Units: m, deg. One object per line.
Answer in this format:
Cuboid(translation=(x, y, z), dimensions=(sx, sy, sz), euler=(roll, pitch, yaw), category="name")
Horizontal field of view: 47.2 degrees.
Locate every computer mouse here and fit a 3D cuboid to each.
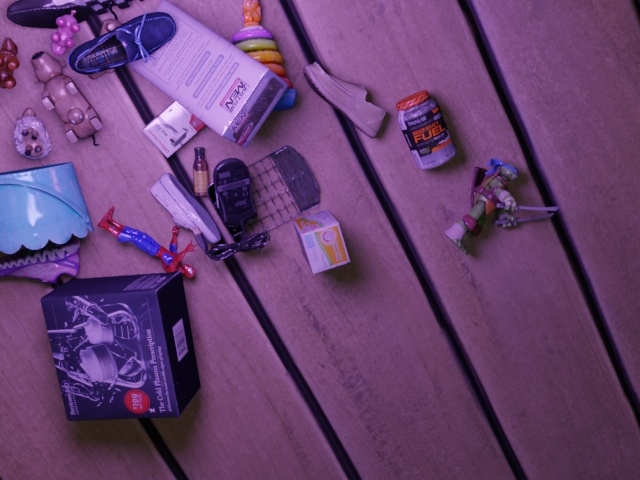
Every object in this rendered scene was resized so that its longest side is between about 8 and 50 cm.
Cuboid(translation=(-0.250, -0.078, 1.878), dimensions=(0.184, 0.060, 0.262), euler=(-21, 115, -11), category="computer mouse")

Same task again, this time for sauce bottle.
Cuboid(translation=(-0.316, -0.182, 1.930), dimensions=(0.042, 0.042, 0.128), euler=(-3, 101, -8), category="sauce bottle")

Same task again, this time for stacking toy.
Cuboid(translation=(-0.163, -0.476, 1.842), dimensions=(0.166, 0.175, 0.301), euler=(-8, 92, -6), category="stacking toy")

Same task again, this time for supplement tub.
Cuboid(translation=(0.279, -0.295, 1.950), dimensions=(0.117, 0.117, 0.190), euler=(-27, 105, -1), category="supplement tub")

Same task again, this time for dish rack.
Cuboid(translation=(-0.143, -0.119, 1.952), dimensions=(0.271, 0.074, 0.208), euler=(-28, 106, -1), category="dish rack")

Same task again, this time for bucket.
Cuboid(translation=(-0.709, -0.083, 1.786), dimensions=(0.281, 0.281, 0.183), euler=(-10, 101, -6), category="bucket")

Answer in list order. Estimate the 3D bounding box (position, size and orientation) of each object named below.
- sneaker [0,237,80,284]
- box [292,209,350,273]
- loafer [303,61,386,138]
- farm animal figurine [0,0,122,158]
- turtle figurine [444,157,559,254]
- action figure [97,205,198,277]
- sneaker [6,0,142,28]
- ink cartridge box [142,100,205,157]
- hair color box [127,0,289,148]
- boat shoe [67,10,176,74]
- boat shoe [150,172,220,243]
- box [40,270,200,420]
Cuboid(translation=(-0.732, 0.072, 1.904), dimensions=(0.236, 0.095, 0.104), euler=(-13, 112, -6), category="sneaker")
Cuboid(translation=(0.000, 0.000, 1.931), dimensions=(0.103, 0.203, 0.114), euler=(-18, 104, -4), category="box")
Cuboid(translation=(0.067, -0.380, 1.915), dimensions=(0.268, 0.102, 0.092), euler=(39, 93, -24), category="loafer")
Cuboid(translation=(-0.615, -0.389, 1.785), dimensions=(0.330, 0.172, 0.326), euler=(-16, 117, -12), category="farm animal figurine")
Cuboid(translation=(0.489, -0.058, 1.995), dimensions=(0.275, 0.198, 0.266), euler=(42, 98, -11), category="turtle figurine")
Cuboid(translation=(-0.426, -0.011, 1.923), dimensions=(0.280, 0.091, 0.139), euler=(39, 106, -14), category="action figure")
Cuboid(translation=(-0.598, -0.612, 1.765), dimensions=(0.331, 0.122, 0.146), euler=(-16, 86, -3), category="sneaker")
Cuboid(translation=(-0.376, -0.293, 1.887), dimensions=(0.135, 0.056, 0.099), euler=(-42, 106, 2), category="ink cartridge box")
Cuboid(translation=(-0.277, -0.400, 1.743), dimensions=(0.374, 0.113, 0.185), euler=(38, 97, 25), category="hair color box")
Cuboid(translation=(-0.444, -0.436, 1.674), dimensions=(0.258, 0.089, 0.109), euler=(-32, 121, -5), category="boat shoe")
Cuboid(translation=(-0.358, -0.073, 1.937), dimensions=(0.076, 0.083, 0.226), euler=(-37, 94, 13), category="boat shoe")
Cuboid(translation=(-0.507, 0.272, 1.892), dimensions=(0.313, 0.179, 0.343), euler=(-5, 104, 12), category="box")
